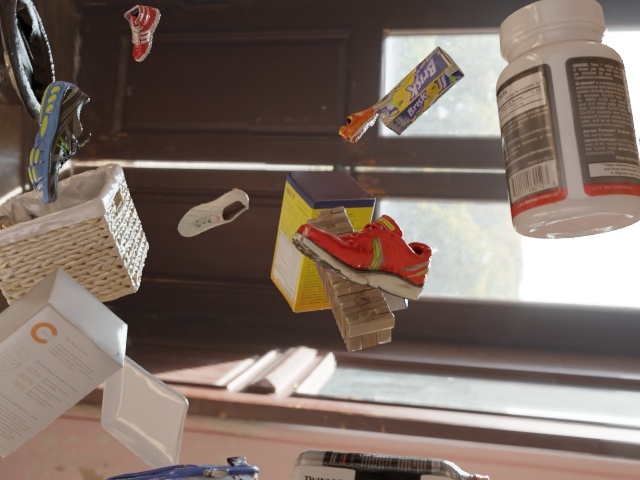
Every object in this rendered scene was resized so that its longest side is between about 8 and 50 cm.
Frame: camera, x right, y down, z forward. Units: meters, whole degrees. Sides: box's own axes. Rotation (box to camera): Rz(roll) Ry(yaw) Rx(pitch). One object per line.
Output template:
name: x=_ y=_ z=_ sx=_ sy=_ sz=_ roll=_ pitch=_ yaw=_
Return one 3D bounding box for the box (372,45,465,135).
box: x=0.184 y=-0.281 z=1.317 sx=0.054 sy=0.169 sz=0.059 roll=20 pitch=36 yaw=-50

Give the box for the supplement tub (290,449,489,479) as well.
supplement tub: x=0.112 y=0.448 z=1.134 sx=0.193 sy=0.316 sz=0.193 roll=0 pitch=90 yaw=-80

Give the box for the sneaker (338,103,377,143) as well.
sneaker: x=0.116 y=-0.346 z=1.983 sx=0.175 sy=0.067 sz=0.064 roll=-45 pitch=167 yaw=-38

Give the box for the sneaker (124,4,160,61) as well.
sneaker: x=-0.388 y=-0.442 z=1.480 sx=0.067 sy=0.042 sz=0.118 roll=-4 pitch=121 yaw=-58

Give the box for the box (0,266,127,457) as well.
box: x=-0.621 y=0.261 z=1.502 sx=0.215 sy=0.345 sz=0.168 roll=49 pitch=8 yaw=-27

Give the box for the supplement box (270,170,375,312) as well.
supplement box: x=0.000 y=0.000 z=1.996 sx=0.194 sy=0.195 sz=0.356 roll=50 pitch=-44 yaw=50

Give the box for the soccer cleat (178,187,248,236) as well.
soccer cleat: x=-0.268 y=-0.063 z=1.740 sx=0.068 sy=0.196 sz=0.076 roll=58 pitch=3 yaw=-39

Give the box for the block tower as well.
block tower: x=0.053 y=0.075 z=1.419 sx=0.335 sy=0.091 sz=0.097 roll=-112 pitch=-168 yaw=-47

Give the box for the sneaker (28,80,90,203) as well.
sneaker: x=-0.394 y=-0.146 z=1.067 sx=0.078 sy=0.067 sz=0.188 roll=12 pitch=92 yaw=-42

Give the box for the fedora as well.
fedora: x=-0.762 y=-0.446 z=1.686 sx=0.334 sy=0.153 sz=0.334 roll=174 pitch=-90 yaw=-87

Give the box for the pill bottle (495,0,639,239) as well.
pill bottle: x=0.403 y=-0.197 z=1.152 sx=0.210 sy=0.210 sz=0.362 roll=46 pitch=40 yaw=-74

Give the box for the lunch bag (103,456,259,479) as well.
lunch bag: x=-0.267 y=0.468 z=1.268 sx=0.243 sy=0.303 sz=0.115 roll=21 pitch=55 yaw=-48

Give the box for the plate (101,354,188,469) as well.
plate: x=-0.442 y=0.434 z=1.769 sx=0.045 sy=0.278 sz=0.277 roll=-29 pitch=139 yaw=-51

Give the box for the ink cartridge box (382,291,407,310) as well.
ink cartridge box: x=0.146 y=0.077 z=1.460 sx=0.122 sy=0.052 sz=0.088 roll=-80 pitch=153 yaw=-58

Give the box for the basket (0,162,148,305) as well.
basket: x=-0.636 y=0.002 z=1.783 sx=0.328 sy=0.331 sz=0.266 roll=-108 pitch=179 yaw=-67

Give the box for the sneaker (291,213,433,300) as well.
sneaker: x=0.073 y=0.008 z=1.133 sx=0.279 sy=0.107 sz=0.118 roll=19 pitch=95 yaw=-38
